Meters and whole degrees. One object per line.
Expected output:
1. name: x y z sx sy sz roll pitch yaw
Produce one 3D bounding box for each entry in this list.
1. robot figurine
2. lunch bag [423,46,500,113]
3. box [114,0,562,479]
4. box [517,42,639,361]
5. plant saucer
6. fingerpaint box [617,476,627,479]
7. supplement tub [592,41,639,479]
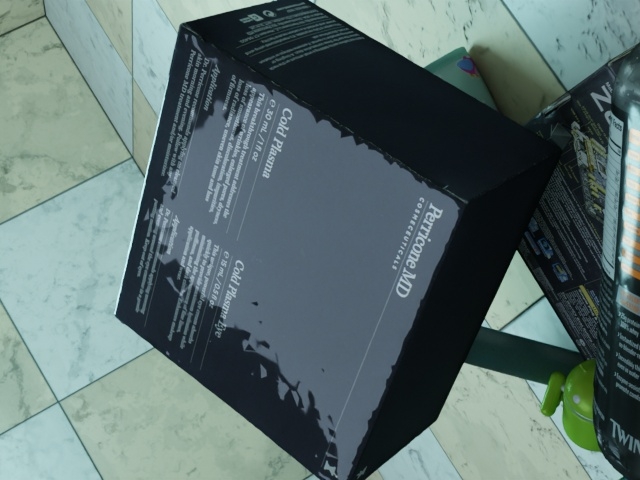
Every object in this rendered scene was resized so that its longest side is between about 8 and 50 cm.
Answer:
1. robot figurine: 0.266 0.157 1.075 0.101 0.067 0.115 20 147 23
2. lunch bag: 0.083 -0.056 1.239 0.223 0.262 0.160 63 163 -5
3. box: 0.000 0.000 1.062 0.312 0.179 0.343 36 126 23
4. box: 0.316 0.041 1.016 0.395 0.097 0.318 59 165 4
5. plant saucer: 0.195 0.121 1.275 0.317 0.317 0.044 10 84 69
6. fingerpaint box: 0.350 0.424 1.018 0.445 0.371 0.163 42 156 57
7. supplement tub: 0.289 -0.006 0.732 0.207 0.207 0.338 32 128 57
